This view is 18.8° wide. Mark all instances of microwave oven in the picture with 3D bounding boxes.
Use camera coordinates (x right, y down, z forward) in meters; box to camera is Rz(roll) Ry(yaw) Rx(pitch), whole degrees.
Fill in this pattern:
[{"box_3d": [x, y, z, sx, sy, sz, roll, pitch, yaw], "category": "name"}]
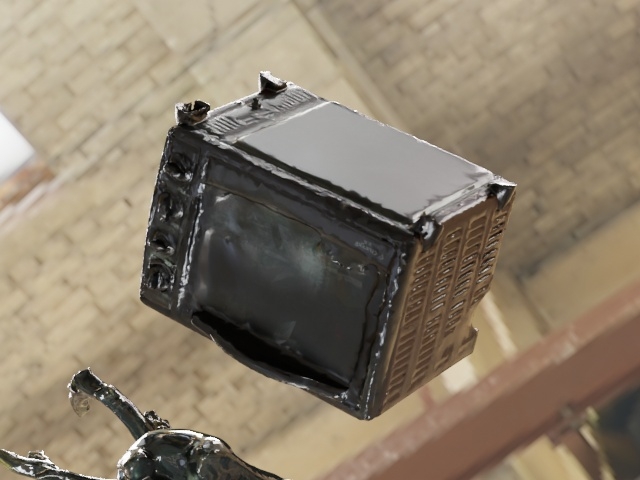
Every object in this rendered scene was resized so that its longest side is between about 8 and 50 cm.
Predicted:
[{"box_3d": [0.000, 0.001, 1.530, 0.247, 0.178, 0.188, 26, -153, 27], "category": "microwave oven"}]

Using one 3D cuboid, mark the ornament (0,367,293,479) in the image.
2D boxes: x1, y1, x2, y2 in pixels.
[{"box_3d": [-0.105, 0.134, 1.121, 0.236, 0.202, 0.080, 24, -99, 41], "category": "ornament"}]
